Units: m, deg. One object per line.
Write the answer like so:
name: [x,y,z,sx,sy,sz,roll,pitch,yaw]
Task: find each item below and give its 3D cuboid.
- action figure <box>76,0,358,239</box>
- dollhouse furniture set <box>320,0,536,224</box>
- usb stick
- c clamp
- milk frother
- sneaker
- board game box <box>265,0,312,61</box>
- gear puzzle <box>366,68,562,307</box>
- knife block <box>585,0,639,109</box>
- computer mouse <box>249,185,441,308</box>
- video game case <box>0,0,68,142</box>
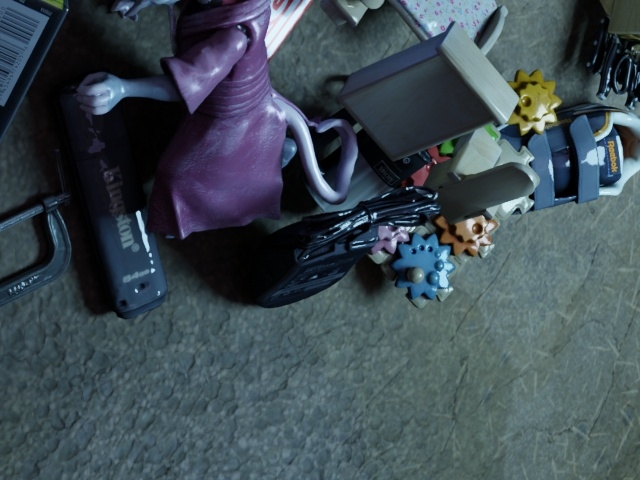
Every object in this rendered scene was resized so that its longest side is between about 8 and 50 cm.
action figure: [-0.095,-0.159,1.670,0.370,0.275,0.248,94,2,-47]
dollhouse furniture set: [0.189,-0.252,1.867,0.303,0.174,0.355,48,51,-21]
usb stick: [-0.225,-0.049,1.760,0.077,0.045,0.278,-27,117,-33]
c clamp: [-0.323,-0.003,1.710,0.160,0.022,0.137,-34,125,-31]
milk frother: [0.042,-0.112,1.944,0.135,0.143,0.129,-37,106,12]
sneaker: [0.314,-0.108,2.146,0.321,0.127,0.126,-24,116,-32]
board game box: [-0.067,-0.311,1.830,0.147,0.045,0.193,45,71,-37]
gear puzzle: [0.191,-0.080,2.036,0.339,0.044,0.175,-46,102,-13]
knife block: [0.461,-0.301,2.132,0.088,0.242,0.275,12,136,-41]
computer mouse: [0.000,0.000,1.853,0.188,0.272,0.072,-15,76,-31]
video game case: [-0.400,-0.152,1.480,0.248,0.035,0.275,24,110,-22]
